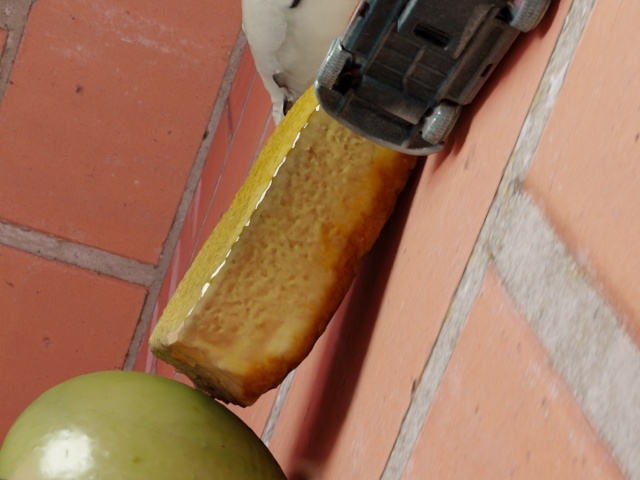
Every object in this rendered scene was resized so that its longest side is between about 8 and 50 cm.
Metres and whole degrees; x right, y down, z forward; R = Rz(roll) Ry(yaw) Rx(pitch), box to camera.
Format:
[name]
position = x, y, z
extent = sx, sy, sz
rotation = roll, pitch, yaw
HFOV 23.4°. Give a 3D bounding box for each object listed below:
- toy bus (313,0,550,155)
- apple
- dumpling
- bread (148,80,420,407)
[toy bus]
position = 0.087, -0.172, 1.101
extent = 0.265, 0.121, 0.120
rotation = 122, 172, -58
[apple]
position = -0.157, 0.251, 1.267
extent = 0.292, 0.254, 0.292
rotation = -158, 90, -81
[dumpling]
position = 0.010, -0.257, 1.641
extent = 0.243, 0.175, 0.227
rotation = -45, -5, 41
[bread]
position = -0.029, 0.002, 1.290
extent = 0.274, 0.114, 0.185
rotation = -57, 7, -12
